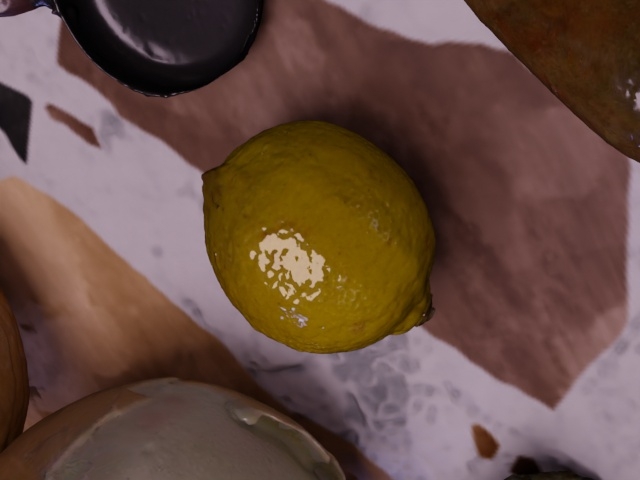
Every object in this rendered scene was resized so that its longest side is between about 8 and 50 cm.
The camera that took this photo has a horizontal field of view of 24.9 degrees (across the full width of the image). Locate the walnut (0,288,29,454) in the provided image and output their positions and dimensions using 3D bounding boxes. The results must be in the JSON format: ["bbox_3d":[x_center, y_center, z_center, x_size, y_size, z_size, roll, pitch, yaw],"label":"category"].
[{"bbox_3d":[-0.257,0.064,0.838,0.159,0.159,0.207,-24,99,32],"label":"walnut"}]

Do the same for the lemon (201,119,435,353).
[{"bbox_3d":[0.000,0.000,0.711,0.133,0.109,0.109,36,125,-7],"label":"lemon"}]

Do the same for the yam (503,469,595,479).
[{"bbox_3d":[0.085,0.215,0.789,0.107,0.107,0.194,40,126,0],"label":"yam"}]

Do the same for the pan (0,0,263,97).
[{"bbox_3d":[-0.128,-0.127,0.741,0.212,0.040,0.115,-1,116,17],"label":"pan"}]

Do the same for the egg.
[{"bbox_3d":[-0.098,0.181,0.800,0.244,0.201,0.201,-16,109,42],"label":"egg"}]

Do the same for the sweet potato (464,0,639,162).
[{"bbox_3d":[0.197,-0.067,0.605,0.346,0.079,0.108,10,108,16],"label":"sweet potato"}]
